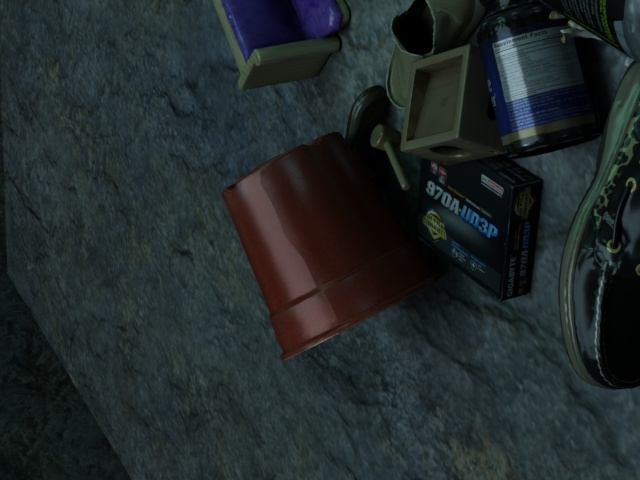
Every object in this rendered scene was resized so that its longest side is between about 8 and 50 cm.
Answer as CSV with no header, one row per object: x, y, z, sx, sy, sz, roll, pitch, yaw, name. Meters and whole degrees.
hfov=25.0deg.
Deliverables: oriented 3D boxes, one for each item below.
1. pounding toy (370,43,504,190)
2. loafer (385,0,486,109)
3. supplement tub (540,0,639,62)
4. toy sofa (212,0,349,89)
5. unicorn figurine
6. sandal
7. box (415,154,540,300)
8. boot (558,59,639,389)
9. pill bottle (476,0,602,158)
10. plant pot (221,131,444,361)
0.161,-0.146,1.935,0.206,0.094,0.181,-9,70,57,pounding toy
0.138,-0.275,1.994,0.102,0.092,0.268,63,150,26,loafer
0.336,-0.292,1.485,0.316,0.194,0.193,46,140,46,supplement tub
-0.101,-0.441,2.326,0.362,0.150,0.177,69,154,16,toy sofa
0.325,-0.248,1.648,0.060,0.111,0.162,107,156,-61,unicorn figurine
0.073,-0.137,2.220,0.060,0.090,0.219,34,128,24,sandal
0.214,-0.042,1.995,0.220,0.051,0.175,42,137,50,box
0.403,-0.005,1.484,0.284,0.138,0.377,17,92,57,boot
0.259,-0.217,1.750,0.123,0.123,0.219,-17,86,64,pill bottle
0.000,0.000,2.128,0.265,0.272,0.272,62,152,2,plant pot
